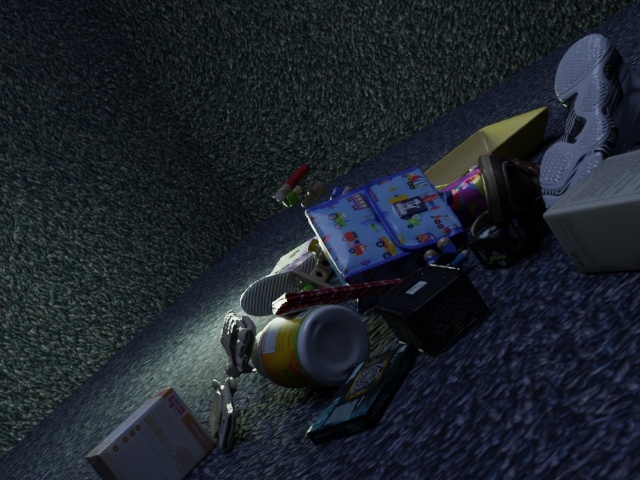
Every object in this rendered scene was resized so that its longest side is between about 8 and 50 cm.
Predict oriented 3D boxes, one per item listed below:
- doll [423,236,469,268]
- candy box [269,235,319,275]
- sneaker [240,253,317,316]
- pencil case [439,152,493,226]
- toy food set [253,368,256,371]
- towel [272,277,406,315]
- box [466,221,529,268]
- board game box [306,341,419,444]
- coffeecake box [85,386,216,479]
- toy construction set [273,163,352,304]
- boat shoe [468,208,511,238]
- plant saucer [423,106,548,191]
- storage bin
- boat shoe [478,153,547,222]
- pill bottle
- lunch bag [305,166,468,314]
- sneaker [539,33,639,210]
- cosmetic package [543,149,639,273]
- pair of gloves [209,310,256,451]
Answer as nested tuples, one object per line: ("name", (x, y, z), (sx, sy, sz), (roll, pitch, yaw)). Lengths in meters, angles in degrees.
("doll", (0.225, 0.056, 1.581), (0.129, 0.046, 0.189), (-43, 9, 16))
("candy box", (-0.038, 0.056, 2.452), (0.196, 0.070, 0.165), (-32, 10, 18))
("sneaker", (-0.089, 0.119, 2.267), (0.282, 0.102, 0.161), (-26, 4, -10))
("pencil case", (0.301, -0.085, 1.847), (0.236, 0.104, 0.104), (-38, 9, 1))
("toy food set", (-0.099, 0.258, 1.815), (0.122, 0.019, 0.078), (-33, 6, -38))
("towel", (0.050, 0.104, 1.557), (0.275, 0.031, 0.199), (-7, -7, -10))
("box", (0.309, 0.009, 1.465), (0.052, 0.062, 0.083), (-38, 9, -22))
("board game box", (0.068, 0.235, 1.300), (0.126, 0.026, 0.186), (-28, 12, 39))
("coffeecake box", (-0.304, 0.381, 1.525), (0.185, 0.142, 0.068), (-42, 11, -38))
("toy construction set", (0.000, 0.000, 1.966), (0.257, 0.309, 0.237), (-37, 10, 48))
("boat shoe", (0.329, -0.030, 1.645), (0.152, 0.056, 0.049), (-31, -1, -44))
("plant saucer", (0.394, -0.191, 2.127), (0.333, 0.081, 0.333), (-37, 9, -16))
("storage bin", (0.178, 0.109, 1.368), (0.122, 0.084, 0.180), (-37, 10, -10))
("boat shoe", (0.366, -0.098, 1.497), (0.123, 0.123, 0.342), (-13, -7, 22))
("pill bottle", (-0.030, 0.195, 1.506), (0.136, 0.136, 0.246), (-40, 10, -29))
("lunch bag", (0.152, -0.020, 1.764), (0.293, 0.138, 0.221), (-27, 47, -4))
("sneaker", (0.502, -0.160, 1.439), (0.137, 0.210, 0.365), (-23, 50, 55))
("cosmetic package", (0.455, -0.050, 1.089), (0.160, 0.113, 0.309), (-38, 10, -18))
("pair of gloves", (-0.164, 0.257, 1.585), (0.204, 0.042, 0.240), (-175, 95, -74))
